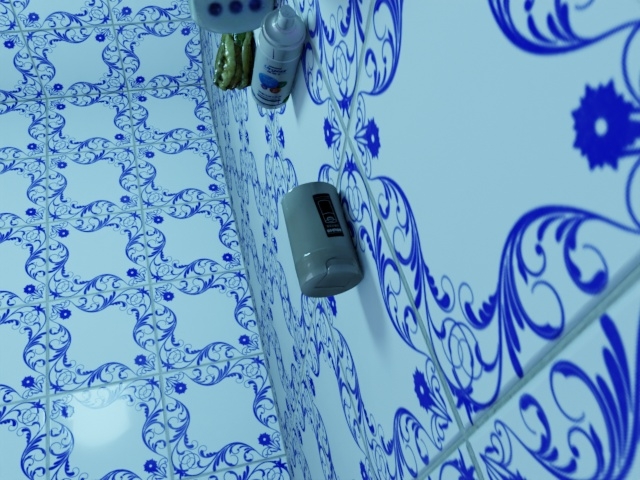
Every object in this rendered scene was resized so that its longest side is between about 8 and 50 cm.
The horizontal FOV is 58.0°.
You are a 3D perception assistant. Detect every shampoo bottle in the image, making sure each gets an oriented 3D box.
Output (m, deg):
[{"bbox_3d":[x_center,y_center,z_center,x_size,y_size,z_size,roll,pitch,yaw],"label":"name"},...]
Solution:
[{"bbox_3d":[-0.086,-0.371,1.170,0.303,0.092,0.092,132,128,-73],"label":"shampoo bottle"}]

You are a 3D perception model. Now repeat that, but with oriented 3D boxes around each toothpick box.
[{"bbox_3d":[0.000,0.000,1.013,0.111,0.111,0.180,104,155,-60],"label":"toothpick box"}]

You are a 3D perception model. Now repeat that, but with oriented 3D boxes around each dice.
[{"bbox_3d":[-0.214,-0.606,1.333,0.194,0.194,0.191,98,160,-49],"label":"dice"}]

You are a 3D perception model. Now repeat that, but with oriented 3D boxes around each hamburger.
[{"bbox_3d":[-0.252,-0.550,1.750,0.183,0.130,0.205,-142,63,-69],"label":"hamburger"}]
